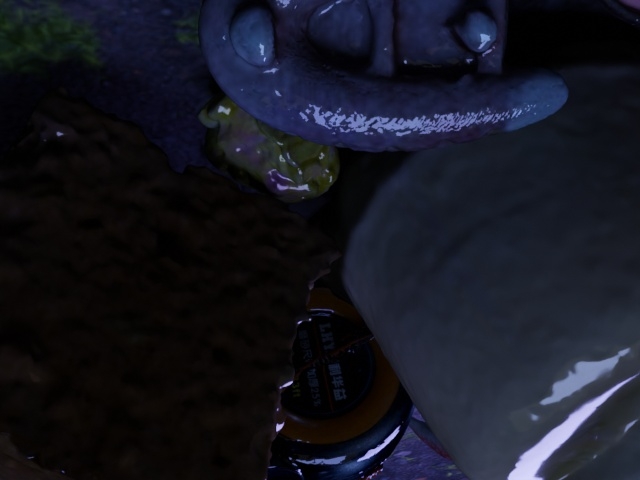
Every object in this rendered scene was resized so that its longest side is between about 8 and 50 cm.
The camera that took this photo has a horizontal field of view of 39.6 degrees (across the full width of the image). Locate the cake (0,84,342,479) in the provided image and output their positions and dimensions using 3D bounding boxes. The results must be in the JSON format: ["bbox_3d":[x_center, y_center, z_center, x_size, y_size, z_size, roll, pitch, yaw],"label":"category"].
[{"bbox_3d":[-0.166,0.096,0.674,0.282,0.256,0.290,27,147,-7],"label":"cake"}]

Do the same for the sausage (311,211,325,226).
[{"bbox_3d":[0.000,0.000,0.832,0.034,0.034,0.083,16,140,-30],"label":"sausage"}]

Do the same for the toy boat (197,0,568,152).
[{"bbox_3d":[0.036,-0.127,0.533,0.227,0.085,0.155,2,108,7],"label":"toy boat"}]

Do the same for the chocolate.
[{"bbox_3d":[0.185,0.057,0.674,0.313,0.297,0.326,-6,152,-24],"label":"chocolate"}]

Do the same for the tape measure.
[{"bbox_3d":[-0.011,0.146,0.895,0.222,0.202,0.135,-10,151,-10],"label":"tape measure"}]

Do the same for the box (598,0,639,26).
[{"bbox_3d":[0.190,-0.209,0.457,0.151,0.135,0.151,-6,146,-4],"label":"box"}]

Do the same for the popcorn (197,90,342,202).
[{"bbox_3d":[-0.029,-0.077,0.658,0.109,0.089,0.097,47,154,-13],"label":"popcorn"}]

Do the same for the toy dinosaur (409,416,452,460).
[{"bbox_3d":[0.176,0.252,1.139,0.053,0.167,0.242,22,152,-40],"label":"toy dinosaur"}]
